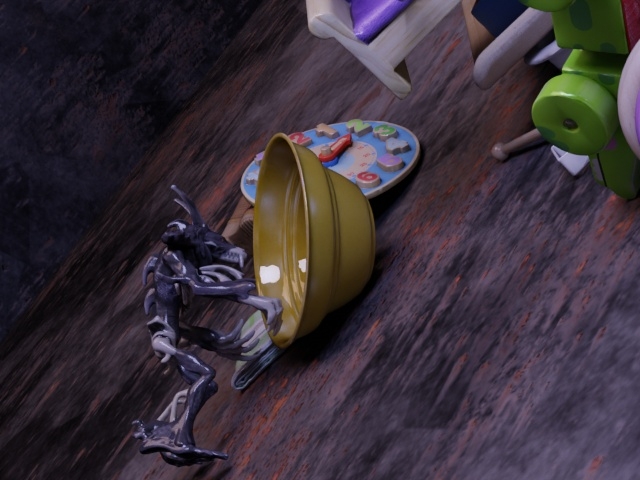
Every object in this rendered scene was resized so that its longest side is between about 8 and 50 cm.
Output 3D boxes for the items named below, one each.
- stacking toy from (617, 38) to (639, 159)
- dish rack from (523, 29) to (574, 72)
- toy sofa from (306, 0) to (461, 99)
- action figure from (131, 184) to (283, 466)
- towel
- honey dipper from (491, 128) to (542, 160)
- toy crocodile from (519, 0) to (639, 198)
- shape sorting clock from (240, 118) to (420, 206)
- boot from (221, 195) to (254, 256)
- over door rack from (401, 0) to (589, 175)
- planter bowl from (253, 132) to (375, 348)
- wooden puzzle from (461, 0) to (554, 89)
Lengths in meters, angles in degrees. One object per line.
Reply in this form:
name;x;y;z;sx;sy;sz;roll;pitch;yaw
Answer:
stacking toy;0.279;-0.039;1.080;0.141;0.141;0.330;-44;19;17
dish rack;0.340;-0.293;1.673;0.285;0.072;0.333;-37;18;38
toy sofa;0.127;-0.322;1.610;0.362;0.177;0.150;-44;18;14
action figure;-0.115;0.088;1.774;0.164;0.141;0.276;122;154;-74
towel;-0.055;0.093;1.906;0.113;0.023;0.152;-43;15;14
honey dipper;0.204;-0.100;1.649;0.030;0.030;0.160;-55;14;-26
toy crocodile;0.213;-0.168;1.300;0.105;0.340;0.115;13;50;33
shape sorting clock;0.010;-0.086;1.967;0.206;0.040;0.206;-14;24;7
boot;-0.008;-0.065;2.057;0.207;0.090;0.248;-48;19;-21
over door rack;0.242;-0.225;1.452;0.324;0.239;0.108;-41;10;23
planter bowl;0.000;0.000;1.774;0.217;0.090;0.217;179;90;-75
wooden puzzle;0.248;-0.324;1.725;0.322;0.080;0.348;-43;14;19
